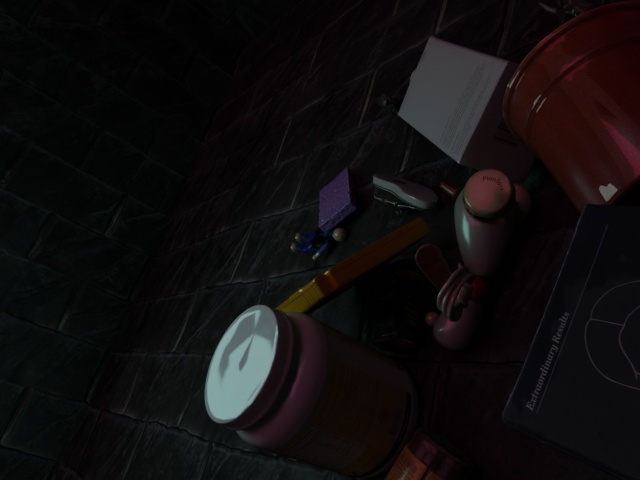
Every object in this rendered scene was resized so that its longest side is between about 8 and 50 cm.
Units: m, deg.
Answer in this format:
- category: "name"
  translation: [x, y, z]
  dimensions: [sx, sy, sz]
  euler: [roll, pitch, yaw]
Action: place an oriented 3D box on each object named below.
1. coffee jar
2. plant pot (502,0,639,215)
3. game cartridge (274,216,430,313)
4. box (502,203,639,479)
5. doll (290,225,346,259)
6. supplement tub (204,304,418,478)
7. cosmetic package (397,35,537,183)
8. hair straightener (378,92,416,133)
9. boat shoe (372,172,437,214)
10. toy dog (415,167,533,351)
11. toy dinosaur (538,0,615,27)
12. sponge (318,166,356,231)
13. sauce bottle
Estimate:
- category: "coffee jar"
  translation: [0.161, 0.130, 1.060]
  dimensions: [0.096, 0.079, 0.184]
  euler: [-31, 40, 50]
- category: "plant pot"
  translation: [0.443, -0.147, 0.746]
  dimensions: [0.272, 0.272, 0.265]
  euler: [-37, 45, 32]
- category: "game cartridge"
  translation: [0.039, 0.081, 1.066]
  dimensions: [0.285, 0.052, 0.323]
  euler: [-28, -10, -35]
- category: "box"
  translation: [0.442, 0.142, 0.507]
  dimensions: [0.396, 0.212, 0.293]
  euler: [11, 72, 57]
- category: "doll"
  translation: [0.000, 0.000, 1.446]
  dimensions: [0.189, 0.046, 0.129]
  euler: [-13, 43, 43]
- category: "supplement tub"
  translation: [-0.012, 0.273, 0.935]
  dimensions: [0.241, 0.331, 0.241]
  euler: [-36, 36, 33]
- category: "cosmetic package"
  translation: [0.309, -0.282, 1.061]
  dimensions: [0.365, 0.155, 0.196]
  euler: [-107, 35, -60]
- category: "hair straightener"
  translation: [0.205, -0.353, 1.427]
  dimensions: [0.047, 0.089, 0.230]
  euler: [-63, 28, 29]
- category: "boat shoe"
  translation: [0.199, -0.101, 1.233]
  dimensions: [0.219, 0.078, 0.070]
  euler: [-141, 49, -56]
- category: "toy dog"
  translation: [0.251, 0.012, 0.941]
  dimensions: [0.161, 0.220, 0.333]
  euler: [21, 70, 37]
- category: "toy dinosaur"
  translation: [0.500, -0.353, 0.998]
  dimensions: [0.160, 0.121, 0.313]
  euler: [171, 114, -73]
- category: "sponge"
  translation: [0.046, -0.119, 1.464]
  dimensions: [0.117, 0.031, 0.210]
  euler: [-38, 26, 23]
- category: "sauce bottle"
  translation: [0.108, 0.464, 0.806]
  dimensions: [0.344, 0.111, 0.111]
  euler: [-57, 30, 0]
